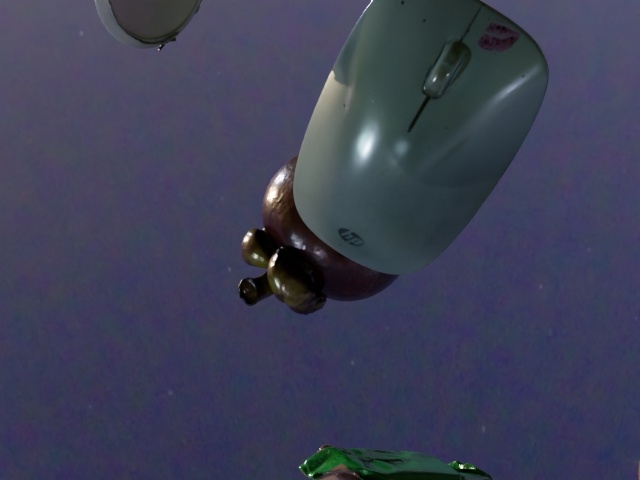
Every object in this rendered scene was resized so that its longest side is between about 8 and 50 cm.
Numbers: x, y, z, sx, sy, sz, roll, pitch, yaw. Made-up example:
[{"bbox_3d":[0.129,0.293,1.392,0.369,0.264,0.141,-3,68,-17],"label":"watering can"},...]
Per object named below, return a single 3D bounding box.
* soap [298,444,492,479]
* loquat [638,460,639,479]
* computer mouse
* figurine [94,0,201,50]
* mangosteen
[{"bbox_3d":[0.057,0.335,0.908,0.218,0.273,0.098,11,-177,-34],"label":"soap"},{"bbox_3d":[0.477,0.288,1.108,0.238,0.193,0.238,5,-145,-4],"label":"loquat"},{"bbox_3d":[0.065,-0.073,0.781,0.159,0.288,0.097,33,-127,4],"label":"computer mouse"},{"bbox_3d":[-0.195,-0.252,0.877,0.154,0.132,0.132,26,-128,33],"label":"figurine"},{"bbox_3d":[0.000,0.000,1.261,0.215,0.215,0.257,33,-115,34],"label":"mangosteen"}]
